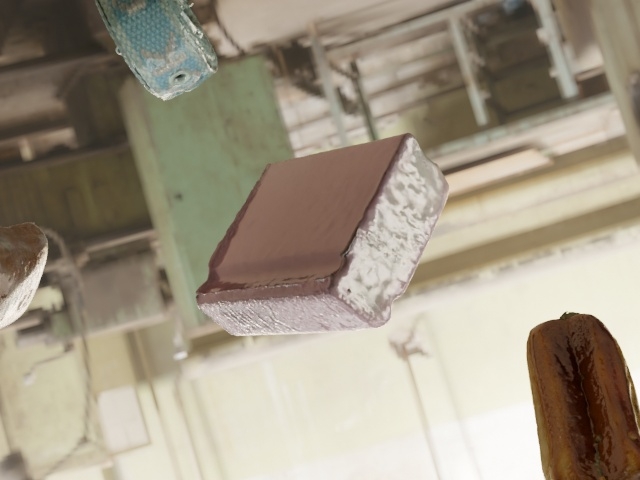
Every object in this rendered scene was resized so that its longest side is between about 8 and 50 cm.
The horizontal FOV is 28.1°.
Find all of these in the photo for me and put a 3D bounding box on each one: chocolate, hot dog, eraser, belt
[{"bbox_3d":[-0.439,0.066,1.661,0.083,0.161,0.261,28,-163,17],"label":"chocolate"},{"bbox_3d":[0.183,0.122,0.875,0.072,0.055,0.188,-8,-140,8],"label":"hot dog"},{"bbox_3d":[0.000,0.000,1.837,0.359,0.122,0.272,-8,-133,53],"label":"eraser"},{"bbox_3d":[-0.162,-0.205,1.245,0.082,0.147,0.163,-29,156,7],"label":"belt"}]
